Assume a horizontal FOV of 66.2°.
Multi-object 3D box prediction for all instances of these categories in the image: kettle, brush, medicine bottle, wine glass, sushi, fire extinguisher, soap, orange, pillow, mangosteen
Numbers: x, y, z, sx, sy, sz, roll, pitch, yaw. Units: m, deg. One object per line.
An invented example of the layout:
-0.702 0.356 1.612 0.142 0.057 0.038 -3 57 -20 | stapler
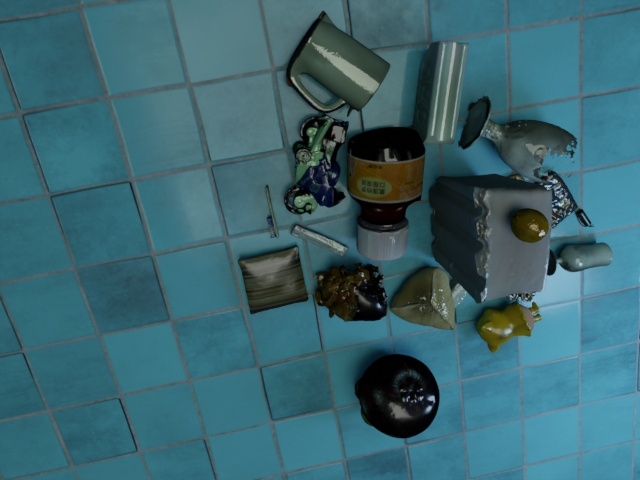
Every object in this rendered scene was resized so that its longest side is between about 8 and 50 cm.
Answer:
0.040 -0.494 1.437 0.255 0.165 0.240 31 102 -15 | kettle
-0.165 -0.091 1.609 0.030 0.033 0.178 -8 109 10 | brush
0.206 -0.136 1.539 0.243 0.242 0.395 -8 115 -5 | medicine bottle
0.920 0.063 1.765 0.231 0.103 0.103 -7 108 -10 | wine glass
0.101 0.176 1.656 0.204 0.213 0.200 -1 85 -21 | sushi
0.950 -0.074 1.766 0.038 0.025 0.083 -27 114 42 | fire extinguisher
0.631 -0.315 1.567 0.357 0.190 0.190 22 104 -9 | wine glass
0.496 -0.038 1.507 0.213 0.435 0.350 -10 106 -4 | soap
0.527 -0.040 1.243 0.095 0.085 0.085 36 100 -8 | orange
0.357 -0.444 1.490 0.095 0.173 0.289 2 108 -8 | soap
0.767 -0.103 1.730 0.255 0.034 0.189 -41 106 8 | pillow
0.277 0.557 1.758 0.300 0.300 0.300 -2 108 -7 | mangosteen
-0.158 0.135 1.671 0.208 0.052 0.212 -12 111 -6 | pillow

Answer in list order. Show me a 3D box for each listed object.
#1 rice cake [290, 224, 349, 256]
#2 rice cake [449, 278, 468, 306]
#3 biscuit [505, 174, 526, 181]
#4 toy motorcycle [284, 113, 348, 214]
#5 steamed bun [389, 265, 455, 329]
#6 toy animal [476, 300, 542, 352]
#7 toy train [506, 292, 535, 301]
0.000 0.000 1.658 0.211 0.034 0.043 23 106 -14 | rice cake
0.480 0.195 1.767 0.069 0.063 0.206 43 99 -10 | rice cake
0.640 -0.183 1.692 0.147 0.018 0.071 -16 108 -3 | biscuit
0.003 -0.228 1.547 0.196 0.125 0.331 10 109 -12 | toy motorcycle
0.366 0.193 1.704 0.231 0.110 0.212 10 91 10 | steamed bun
0.691 0.304 1.788 0.230 0.156 0.156 -27 109 4 | toy animal
0.680 0.143 1.766 0.226 0.090 0.137 8 95 -15 | toy train
